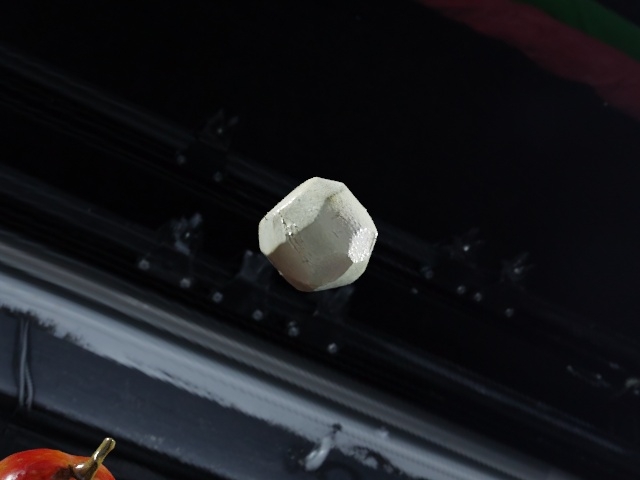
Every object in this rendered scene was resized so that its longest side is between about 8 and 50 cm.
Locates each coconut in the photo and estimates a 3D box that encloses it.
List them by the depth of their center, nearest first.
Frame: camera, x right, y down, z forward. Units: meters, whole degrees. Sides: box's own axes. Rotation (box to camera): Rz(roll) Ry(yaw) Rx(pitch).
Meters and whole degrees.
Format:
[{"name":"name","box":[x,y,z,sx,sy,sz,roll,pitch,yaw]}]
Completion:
[{"name":"coconut","box":[-0.001,0.001,1.301,0.162,0.161,0.161,51,-136,-7]}]

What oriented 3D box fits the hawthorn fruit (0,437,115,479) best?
[{"name":"hawthorn fruit","box":[-0.290,0.313,0.942,0.205,0.253,0.205,24,-168,-5]}]
